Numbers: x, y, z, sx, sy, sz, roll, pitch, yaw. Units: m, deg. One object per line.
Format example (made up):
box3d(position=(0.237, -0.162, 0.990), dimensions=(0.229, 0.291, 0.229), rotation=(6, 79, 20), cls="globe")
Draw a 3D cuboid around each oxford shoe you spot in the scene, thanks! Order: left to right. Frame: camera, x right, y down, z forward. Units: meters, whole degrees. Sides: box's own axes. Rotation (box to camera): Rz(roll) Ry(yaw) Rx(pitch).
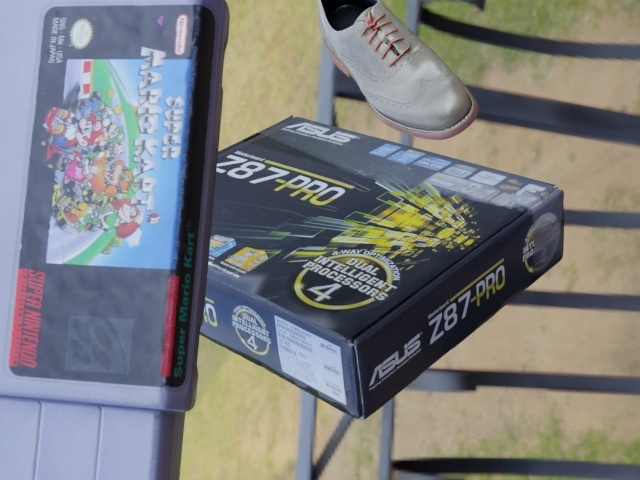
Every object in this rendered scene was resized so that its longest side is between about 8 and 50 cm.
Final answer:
box3d(position=(0.093, -0.269, 1.460), dimensions=(0.123, 0.130, 0.348), rotation=(-41, 51, -6), cls="oxford shoe")

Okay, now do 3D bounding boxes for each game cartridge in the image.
box3d(position=(-0.176, -0.029, 0.598), dimensions=(0.068, 0.230, 0.355), rotation=(24, -111, -71), cls="game cartridge")

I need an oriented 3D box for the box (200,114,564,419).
box3d(position=(0.000, 0.000, 1.031), dimensions=(0.395, 0.318, 0.097), rotation=(21, 129, 41), cls="box")
